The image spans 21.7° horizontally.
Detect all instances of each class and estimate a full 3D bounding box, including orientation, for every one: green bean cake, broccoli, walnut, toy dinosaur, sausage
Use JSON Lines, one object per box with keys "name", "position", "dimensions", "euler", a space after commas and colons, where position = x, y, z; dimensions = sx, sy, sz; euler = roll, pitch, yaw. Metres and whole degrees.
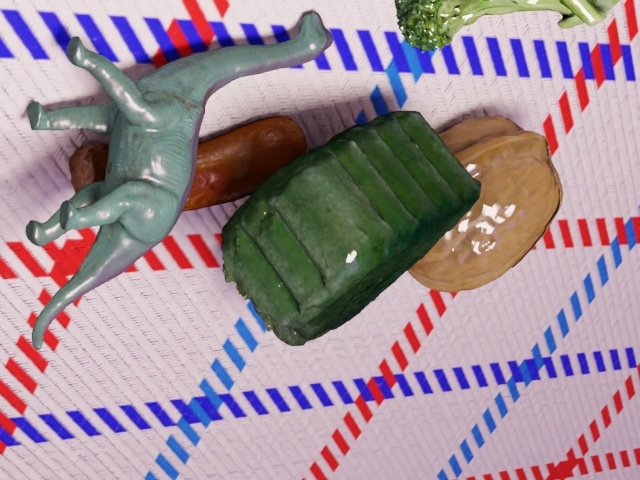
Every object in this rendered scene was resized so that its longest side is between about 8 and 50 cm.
{"name": "green bean cake", "position": [0.000, 0.000, 1.967], "dimensions": [0.300, 0.169, 0.308], "euler": [-43, 172, 36]}
{"name": "broccoli", "position": [0.191, -0.320, 1.702], "dimensions": [0.308, 0.275, 0.308], "euler": [-47, 178, -3]}
{"name": "walnut", "position": [0.196, -0.050, 2.143], "dimensions": [0.245, 0.198, 0.198], "euler": [-42, 147, 6]}
{"name": "toy dinosaur", "position": [-0.141, -0.071, 1.800], "dimensions": [0.331, 0.129, 0.383], "euler": [3, 94, -31]}
{"name": "sausage", "position": [-0.153, -0.080, 1.909], "dimensions": [0.302, 0.076, 0.103], "euler": [-10, 141, -32]}
